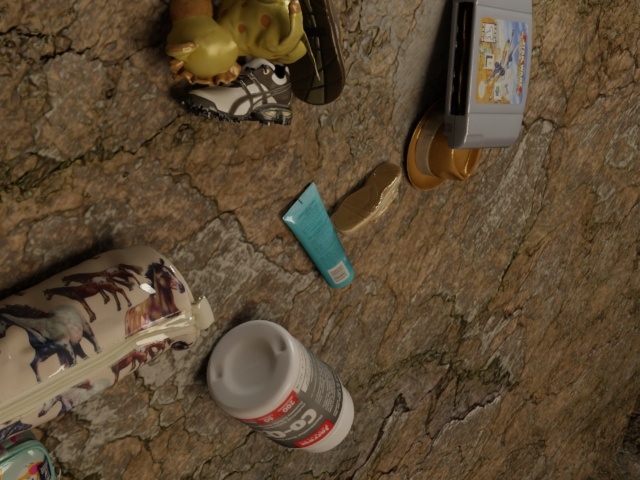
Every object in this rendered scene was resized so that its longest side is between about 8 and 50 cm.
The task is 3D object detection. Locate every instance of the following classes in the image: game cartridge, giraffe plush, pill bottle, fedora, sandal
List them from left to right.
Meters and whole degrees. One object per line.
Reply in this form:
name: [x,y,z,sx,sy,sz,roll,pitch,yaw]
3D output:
giraffe plush: [-0.111,-0.259,1.189,0.170,0.210,0.181,-17,149,-1]
pill bottle: [-0.056,0.255,1.622,0.161,0.161,0.283,-54,145,-8]
sandal: [-0.006,-0.290,1.364,0.060,0.090,0.219,-56,145,-44]
fedora: [0.235,-0.166,1.741,0.194,0.079,0.194,-32,138,-34]
game cartridge: [0.292,-0.306,1.662,0.198,0.062,0.297,-7,104,-44]

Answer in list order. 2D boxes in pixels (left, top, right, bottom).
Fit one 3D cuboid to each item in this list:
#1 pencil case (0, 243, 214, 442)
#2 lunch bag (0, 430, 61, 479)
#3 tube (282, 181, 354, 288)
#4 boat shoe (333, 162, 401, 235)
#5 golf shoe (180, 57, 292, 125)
pencil case: [-0.333,0.142,1.174,0.410,0.183,0.160,-28,135,-38]
lunch bag: [-0.464,0.361,1.239,0.279,0.108,0.224,-30,136,-36]
tube: [0.000,0.000,1.605,0.080,0.052,0.207,-55,141,-24]
boat shoe: [0.085,-0.059,1.643,0.170,0.063,0.059,-46,145,-29]
golf shoe: [-0.111,-0.204,1.298,0.198,0.077,0.094,-9,111,-56]
